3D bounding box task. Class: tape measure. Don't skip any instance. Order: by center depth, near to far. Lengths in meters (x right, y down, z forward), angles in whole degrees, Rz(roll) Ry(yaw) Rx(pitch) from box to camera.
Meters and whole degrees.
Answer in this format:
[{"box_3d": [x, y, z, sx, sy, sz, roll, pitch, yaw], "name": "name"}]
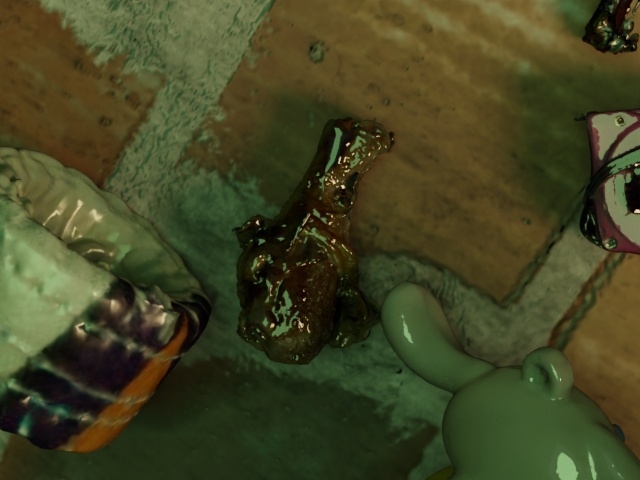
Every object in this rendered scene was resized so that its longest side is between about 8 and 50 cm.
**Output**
[{"box_3d": [0.251, -0.042, 0.976, 0.125, 0.074, 0.118, -7, 90, 15], "name": "tape measure"}]

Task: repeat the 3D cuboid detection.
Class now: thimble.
[{"box_3d": [-0.210, 0.038, 1.000, 0.237, 0.237, 0.150, 42, 100, 9], "name": "thimble"}]

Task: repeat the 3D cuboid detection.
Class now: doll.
[{"box_3d": [0.119, 0.179, 0.950, 0.160, 0.242, 0.311, -30, 60, -19], "name": "doll"}]

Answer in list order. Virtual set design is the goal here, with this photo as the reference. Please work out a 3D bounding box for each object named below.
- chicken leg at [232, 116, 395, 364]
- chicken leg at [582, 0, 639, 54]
[{"box_3d": [-0.008, 0.000, 1.040, 0.125, 0.080, 0.196, 3, 84, 2], "name": "chicken leg"}, {"box_3d": [0.236, -0.266, 0.990, 0.106, 0.051, 0.253, -2, 91, 19], "name": "chicken leg"}]
